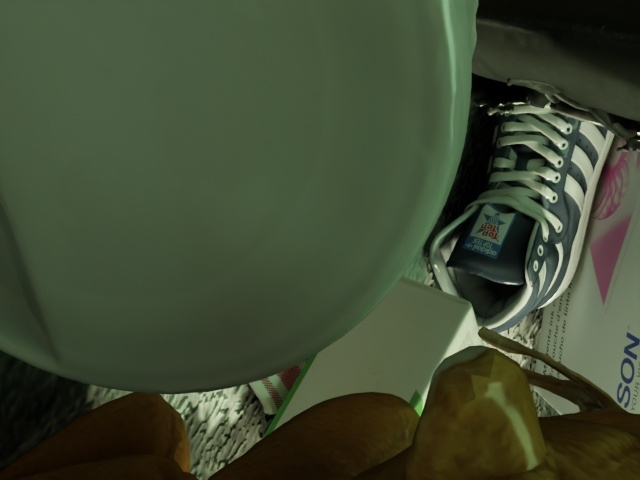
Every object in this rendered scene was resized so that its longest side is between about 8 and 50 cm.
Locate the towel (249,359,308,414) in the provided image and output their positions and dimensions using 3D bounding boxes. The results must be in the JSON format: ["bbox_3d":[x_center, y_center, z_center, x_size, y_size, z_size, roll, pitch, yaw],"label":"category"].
[{"bbox_3d":[0.000,0.000,0.879,0.197,0.029,0.144,-55,143,-33],"label":"towel"}]

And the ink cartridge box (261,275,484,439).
[{"bbox_3d":[0.052,0.137,0.937,0.153,0.086,0.208,-59,153,-20],"label":"ink cartridge box"}]

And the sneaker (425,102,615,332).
[{"bbox_3d":[0.162,-0.059,1.061,0.153,0.099,0.282,-28,128,-55],"label":"sneaker"}]

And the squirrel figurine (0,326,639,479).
[{"bbox_3d":[-0.029,0.188,0.503,0.397,0.370,0.281,-18,84,-46],"label":"squirrel figurine"}]

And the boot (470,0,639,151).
[{"bbox_3d":[0.216,-0.133,0.773,0.367,0.445,0.146,-28,125,-52],"label":"boot"}]

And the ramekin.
[{"bbox_3d":[-0.064,-0.086,0.516,0.127,0.272,0.273,-50,143,-59],"label":"ramekin"}]

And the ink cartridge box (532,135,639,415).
[{"bbox_3d":[0.255,0.000,1.155,0.330,0.071,0.324,-136,-128,-73],"label":"ink cartridge box"}]
